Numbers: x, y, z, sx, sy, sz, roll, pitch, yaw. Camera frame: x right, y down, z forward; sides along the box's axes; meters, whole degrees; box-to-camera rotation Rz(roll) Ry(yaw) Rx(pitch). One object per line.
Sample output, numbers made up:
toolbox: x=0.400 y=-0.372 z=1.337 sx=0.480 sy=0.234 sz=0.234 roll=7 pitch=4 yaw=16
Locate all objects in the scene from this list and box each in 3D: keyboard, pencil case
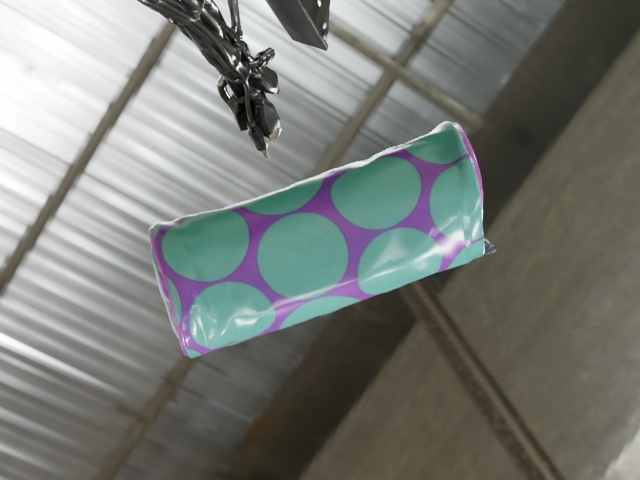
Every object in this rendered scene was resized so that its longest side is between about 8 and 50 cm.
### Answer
keyboard: x=-0.043 y=-0.158 z=0.573 sx=0.033 sy=0.317 sz=0.201 roll=2 pitch=-104 yaw=15
pencil case: x=0.000 y=0.000 z=0.605 sx=0.152 sy=0.064 sz=0.070 roll=-19 pitch=-163 yaw=-2
